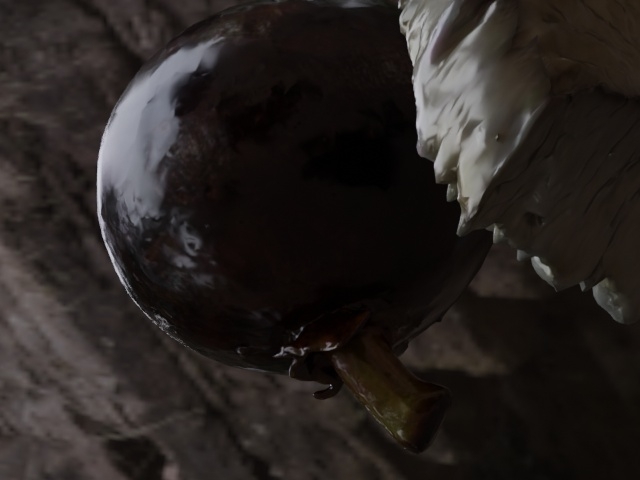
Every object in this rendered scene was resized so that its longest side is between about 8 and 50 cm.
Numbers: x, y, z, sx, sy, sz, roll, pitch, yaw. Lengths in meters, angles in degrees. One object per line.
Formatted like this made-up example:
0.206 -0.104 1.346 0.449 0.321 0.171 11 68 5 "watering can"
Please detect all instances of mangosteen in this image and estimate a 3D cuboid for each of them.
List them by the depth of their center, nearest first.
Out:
0.000 0.000 1.084 0.235 0.235 0.261 11 -131 -45 "mangosteen"

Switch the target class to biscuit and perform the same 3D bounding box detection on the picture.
0.118 -0.057 0.776 0.281 0.084 0.179 14 -137 -54 "biscuit"
